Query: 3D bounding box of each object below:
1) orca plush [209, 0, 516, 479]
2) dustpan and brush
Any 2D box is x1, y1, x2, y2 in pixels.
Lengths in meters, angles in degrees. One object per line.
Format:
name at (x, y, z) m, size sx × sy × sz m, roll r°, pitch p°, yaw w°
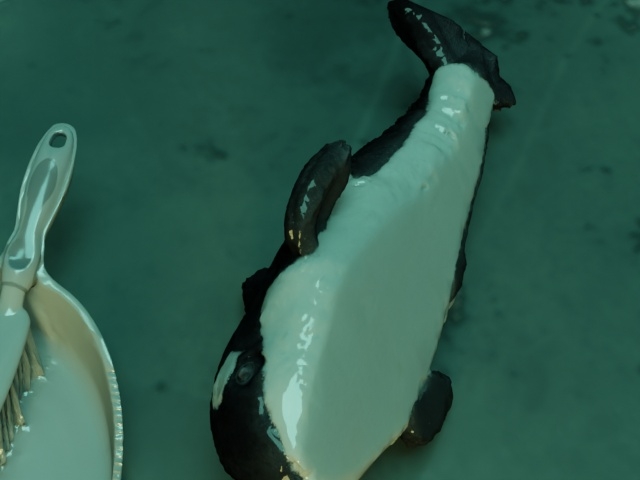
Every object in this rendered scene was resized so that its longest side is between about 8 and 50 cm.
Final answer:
orca plush at (0.000, 0.000, 0.673) m, size 0.102 × 0.151 × 0.287 m, roll -5°, pitch 55°, yaw 32°
dustpan and brush at (-0.147, 0.043, 0.659) m, size 0.147 × 0.060 × 0.211 m, roll 11°, pitch 58°, yaw 4°
